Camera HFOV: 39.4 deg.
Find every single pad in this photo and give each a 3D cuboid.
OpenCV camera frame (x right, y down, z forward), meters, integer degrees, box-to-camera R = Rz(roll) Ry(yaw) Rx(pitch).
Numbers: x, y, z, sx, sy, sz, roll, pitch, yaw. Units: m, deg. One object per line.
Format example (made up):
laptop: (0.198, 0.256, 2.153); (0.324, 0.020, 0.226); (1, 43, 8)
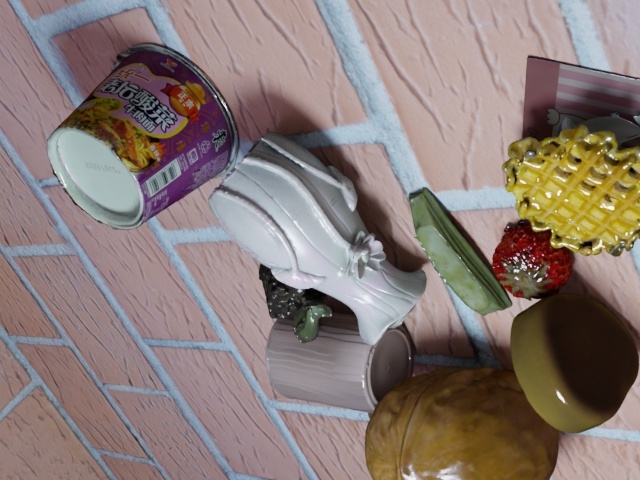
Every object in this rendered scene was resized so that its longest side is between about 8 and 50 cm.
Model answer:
pad: (0.412, -0.140, 1.414); (0.202, 0.005, 0.300); (19, 137, 26)

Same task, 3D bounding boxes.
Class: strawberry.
strawberry: (0.368, 0.043, 1.568); (0.145, 0.086, 0.145); (24, 141, 21)

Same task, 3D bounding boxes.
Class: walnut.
walnut: (0.281, 0.410, 1.776); (0.354, 0.398, 0.308); (-13, 84, 48)

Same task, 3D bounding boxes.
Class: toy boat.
toy boat: (0.419, -0.158, 1.356); (0.105, 0.034, 0.149); (37, 144, -3)
toy boat: (0.251, 0.035, 1.682); (0.093, 0.055, 0.293); (-22, 111, 46)

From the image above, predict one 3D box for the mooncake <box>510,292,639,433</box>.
mooncake: (0.428, 0.203, 1.546); (0.235, 0.235, 0.117); (43, 144, -2)

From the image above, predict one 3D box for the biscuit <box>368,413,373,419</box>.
biscuit: (0.216, 0.494, 2.152); (0.183, 0.047, 0.320); (16, 143, 38)

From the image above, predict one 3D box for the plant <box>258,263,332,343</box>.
plant: (-0.051, 0.110, 1.893); (0.203, 0.131, 0.142); (-126, 29, -44)

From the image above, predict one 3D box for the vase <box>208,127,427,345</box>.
vase: (0.000, 0.000, 1.734); (0.445, 0.250, 0.250); (42, 143, -8)

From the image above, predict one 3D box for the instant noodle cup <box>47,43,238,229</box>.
instant noodle cup: (-0.379, -0.193, 1.832); (0.340, 0.266, 0.340); (24, 140, 22)

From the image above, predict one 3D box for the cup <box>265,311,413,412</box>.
cup: (0.053, 0.287, 1.976); (0.273, 0.208, 0.288); (3, 127, 37)

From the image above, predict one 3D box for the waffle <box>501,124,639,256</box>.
waffle: (0.411, -0.068, 1.393); (0.262, 0.060, 0.280); (4, 141, 44)
